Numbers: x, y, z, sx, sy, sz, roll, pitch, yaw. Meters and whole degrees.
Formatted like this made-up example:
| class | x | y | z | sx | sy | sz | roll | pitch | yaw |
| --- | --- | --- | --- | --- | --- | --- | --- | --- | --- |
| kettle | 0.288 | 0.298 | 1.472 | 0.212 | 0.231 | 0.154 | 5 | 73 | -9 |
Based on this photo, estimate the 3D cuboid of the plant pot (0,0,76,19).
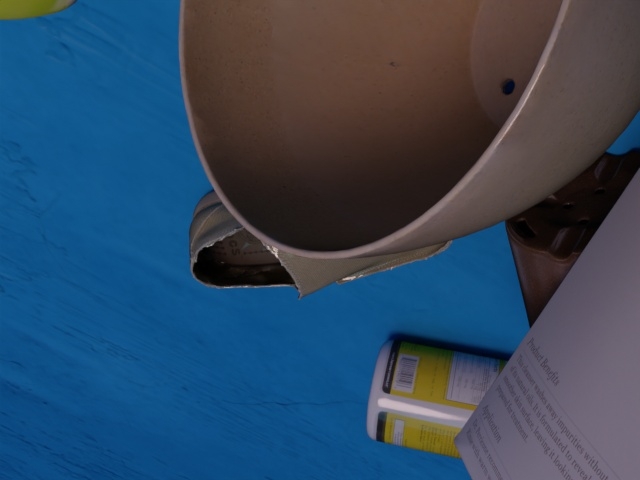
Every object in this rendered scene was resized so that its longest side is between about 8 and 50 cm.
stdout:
| class | x | y | z | sx | sy | sz | roll | pitch | yaw |
| --- | --- | --- | --- | --- | --- | --- | --- | --- | --- |
| plant pot | -0.146 | -0.256 | 0.393 | 0.207 | 0.228 | 0.227 | 34 | 132 | -17 |

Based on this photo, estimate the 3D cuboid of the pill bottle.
| class | x | y | z | sx | sy | sz | roll | pitch | yaw |
| --- | --- | --- | --- | --- | --- | --- | --- | --- | --- |
| pill bottle | 0.143 | 0.163 | 0.829 | 0.184 | 0.103 | 0.103 | 10 | 138 | 11 |

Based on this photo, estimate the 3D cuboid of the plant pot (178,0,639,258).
| class | x | y | z | sx | sy | sz | roll | pitch | yaw |
| --- | --- | --- | --- | --- | --- | --- | --- | --- | --- |
| plant pot | 0.077 | -0.129 | 0.455 | 0.191 | 0.284 | 0.284 | 2 | 152 | -39 |

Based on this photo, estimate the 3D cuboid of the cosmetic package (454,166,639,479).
| class | x | y | z | sx | sy | sz | roll | pitch | yaw |
| --- | --- | --- | --- | --- | --- | --- | --- | --- | --- |
| cosmetic package | 0.255 | 0.044 | 0.449 | 0.156 | 0.217 | 0.385 | 28 | 106 | -16 |

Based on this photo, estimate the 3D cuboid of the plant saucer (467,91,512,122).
| class | x | y | z | sx | sy | sz | roll | pitch | yaw |
| --- | --- | --- | --- | --- | --- | --- | --- | --- | --- |
| plant saucer | 0.130 | -0.072 | 0.613 | 0.119 | 0.021 | 0.119 | -15 | 152 | -9 |

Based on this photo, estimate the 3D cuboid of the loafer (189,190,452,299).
| class | x | y | z | sx | sy | sz | roll | pitch | yaw |
| --- | --- | --- | --- | --- | --- | --- | --- | --- | --- |
| loafer | 0.000 | 0.000 | 0.717 | 0.268 | 0.092 | 0.102 | -9 | 131 | 28 |

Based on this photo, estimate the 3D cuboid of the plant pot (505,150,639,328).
| class | x | y | z | sx | sy | sz | roll | pitch | yaw |
| --- | --- | --- | --- | --- | --- | --- | --- | --- | --- |
| plant pot | 0.223 | 0.033 | 0.630 | 0.167 | 0.167 | 0.165 | -8 | 124 | 28 |
